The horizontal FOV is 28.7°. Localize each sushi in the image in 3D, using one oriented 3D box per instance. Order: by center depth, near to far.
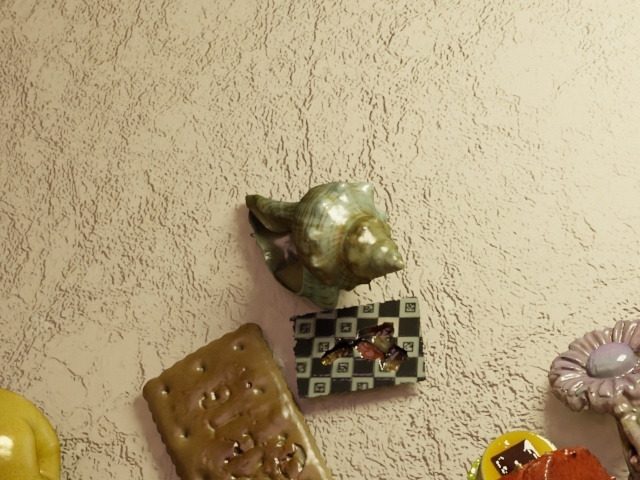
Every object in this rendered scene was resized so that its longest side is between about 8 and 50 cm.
[{"bbox_3d":[0.056,0.164,1.856,0.200,0.031,0.139,-9,62,10],"label":"sushi"}]

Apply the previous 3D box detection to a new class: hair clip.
[{"bbox_3d":[0.400,0.215,1.643,0.173,0.069,0.300,-21,41,9],"label":"hair clip"}]

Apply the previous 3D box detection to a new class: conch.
[{"bbox_3d":[0.013,0.003,1.889,0.386,0.169,0.203,20,98,66],"label":"conch"}]

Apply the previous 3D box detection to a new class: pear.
[{"bbox_3d":[-0.529,0.355,1.814,0.314,0.314,0.314,-8,63,15],"label":"pear"}]

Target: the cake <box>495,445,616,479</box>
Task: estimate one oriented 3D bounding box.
[{"bbox_3d":[0.316,0.396,1.520,0.151,0.177,0.283,-36,92,28],"label":"cake"}]

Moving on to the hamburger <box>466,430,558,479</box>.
[{"bbox_3d":[0.265,0.325,1.679,0.141,0.081,0.126,-42,61,-19],"label":"hamburger"}]

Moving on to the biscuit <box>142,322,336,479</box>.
[{"bbox_3d":[-0.124,0.293,1.847,0.217,0.044,0.325,-29,59,2],"label":"biscuit"}]

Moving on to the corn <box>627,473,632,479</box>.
[{"bbox_3d":[0.513,0.331,1.598,0.237,0.079,0.080,8,68,20],"label":"corn"}]
